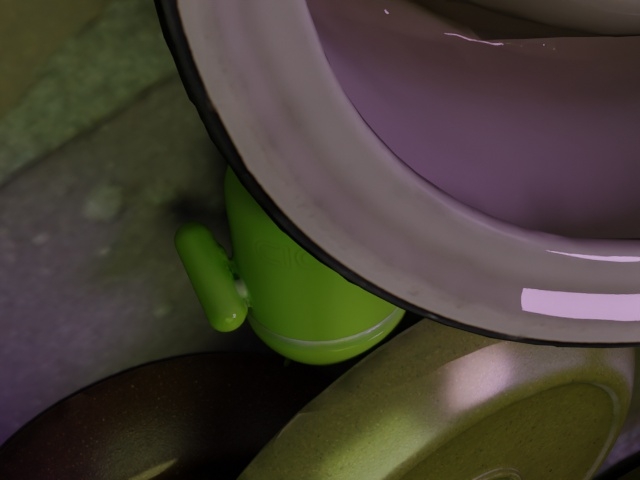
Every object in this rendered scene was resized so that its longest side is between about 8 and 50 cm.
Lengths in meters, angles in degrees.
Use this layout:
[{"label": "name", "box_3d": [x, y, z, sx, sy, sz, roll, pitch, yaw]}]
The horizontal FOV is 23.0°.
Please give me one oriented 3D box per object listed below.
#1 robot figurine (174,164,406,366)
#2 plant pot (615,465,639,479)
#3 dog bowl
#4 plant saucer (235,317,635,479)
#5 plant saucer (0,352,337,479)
[{"label": "robot figurine", "box_3d": [0.000, 0.000, 0.593, 0.101, 0.067, 0.115, -23, 136, -16]}, {"label": "plant pot", "box_3d": [0.261, 0.290, 0.771, 0.367, 0.353, 0.366, -14, 134, -15]}, {"label": "dog bowl", "box_3d": [0.127, -0.167, 0.448, 0.408, 0.150, 0.408, -13, 132, -14]}, {"label": "plant saucer", "box_3d": [0.051, 0.111, 0.687, 0.241, 0.037, 0.241, -28, 148, -20]}, {"label": "plant saucer", "box_3d": [-0.061, 0.134, 0.707, 0.199, 0.036, 0.198, -12, 133, -14]}]
